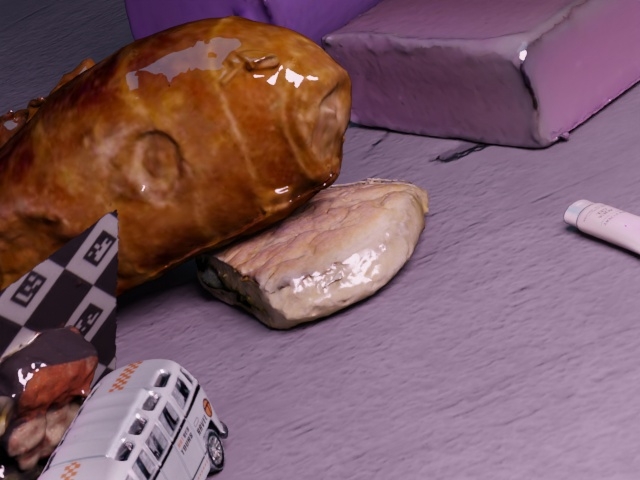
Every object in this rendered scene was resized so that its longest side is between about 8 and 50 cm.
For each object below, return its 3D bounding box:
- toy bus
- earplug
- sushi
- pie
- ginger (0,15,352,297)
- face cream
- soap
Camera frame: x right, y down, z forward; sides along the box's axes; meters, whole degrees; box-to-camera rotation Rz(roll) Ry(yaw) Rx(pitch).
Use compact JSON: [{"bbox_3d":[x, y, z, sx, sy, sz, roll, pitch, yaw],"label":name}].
[{"bbox_3d":[-0.125,0.148,1.077,0.087,0.089,0.194,-14,23,20],"label":"toy bus"},{"bbox_3d":[0.007,-0.323,1.855,0.215,0.215,0.456,1,29,43],"label":"earplug"},{"bbox_3d":[-0.199,0.121,1.119,0.047,0.219,0.231,34,52,21],"label":"sushi"},{"bbox_3d":[-0.001,-0.003,1.341,0.185,0.052,0.218,-32,22,-15],"label":"pie"},{"bbox_3d":[-0.160,-0.068,1.371,0.418,0.176,0.254,-29,27,19],"label":"ginger"},{"bbox_3d":[0.216,-0.008,1.193,0.038,0.020,0.115,-30,27,-18],"label":"face cream"},{"bbox_3d":[0.197,-0.206,1.533,0.296,0.107,0.285,-35,25,-24],"label":"soap"}]
